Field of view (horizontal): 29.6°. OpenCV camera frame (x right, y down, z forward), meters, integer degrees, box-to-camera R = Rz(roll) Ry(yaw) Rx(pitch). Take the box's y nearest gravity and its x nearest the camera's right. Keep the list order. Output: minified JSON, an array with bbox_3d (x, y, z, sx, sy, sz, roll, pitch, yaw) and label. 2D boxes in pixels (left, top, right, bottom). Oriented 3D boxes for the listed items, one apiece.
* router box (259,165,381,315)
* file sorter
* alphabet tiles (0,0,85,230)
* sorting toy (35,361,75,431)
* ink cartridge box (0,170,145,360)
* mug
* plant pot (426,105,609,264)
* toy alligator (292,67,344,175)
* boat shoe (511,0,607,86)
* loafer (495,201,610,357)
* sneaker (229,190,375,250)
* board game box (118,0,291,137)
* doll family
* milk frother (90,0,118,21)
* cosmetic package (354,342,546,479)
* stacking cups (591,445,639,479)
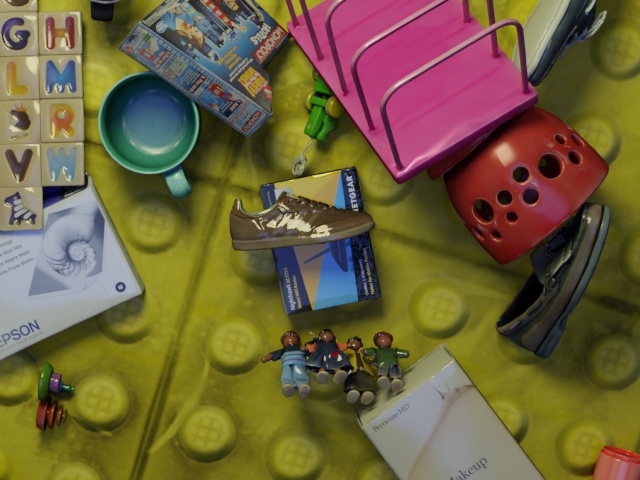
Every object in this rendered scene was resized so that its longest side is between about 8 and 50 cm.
[{"bbox_3d":[0.000,0.000,1.627,0.133,0.046,0.179,-12,97,-1],"label":"router box"},{"bbox_3d":[0.094,-0.263,1.460,0.202,0.182,0.290,-31,60,-4],"label":"file sorter"},{"bbox_3d":[-0.450,-0.181,1.579,0.285,0.011,0.342,-1,90,1],"label":"alphabet tiles"},{"bbox_3d":[-0.355,0.209,1.627,0.042,0.061,0.102,9,119,-4],"label":"sorting toy"},{"bbox_3d":[-0.380,0.016,1.610,0.223,0.045,0.224,-26,97,1],"label":"ink cartridge box"},{"bbox_3d":[-0.221,-0.140,1.575,0.129,0.097,0.157,8,97,-4],"label":"mug"},{"bbox_3d":[0.245,-0.090,1.558,0.191,0.191,0.174,-44,94,2],"label":"plant pot"},{"bbox_3d":[0.010,-0.172,1.609,0.051,0.056,0.189,13,97,-45],"label":"toy alligator"},{"bbox_3d":[0.322,-0.299,1.569,0.079,0.095,0.254,33,67,-21],"label":"boat shoe"},{"bbox_3d":[0.298,0.052,1.572,0.084,0.096,0.267,18,134,4],"label":"loafer"},{"bbox_3d":[-0.025,-0.030,1.565,0.188,0.066,0.071,-8,96,0],"label":"sneaker"},{"bbox_3d":[-0.125,-0.236,1.547,0.194,0.194,0.060,44,133,-7],"label":"board game box"},{"bbox_3d":[0.020,0.160,1.619,0.193,0.111,0.076,11,130,-16],"label":"doll family"},{"bbox_3d":[-0.236,-0.352,1.531,0.143,0.134,0.129,-11,128,1],"label":"milk frother"},{"bbox_3d":[0.201,0.313,1.640,0.160,0.113,0.309,-38,98,2],"label":"cosmetic package"},{"bbox_3d":[0.377,0.443,1.683,0.096,0.096,0.316,13,91,-4],"label":"stacking cups"}]
